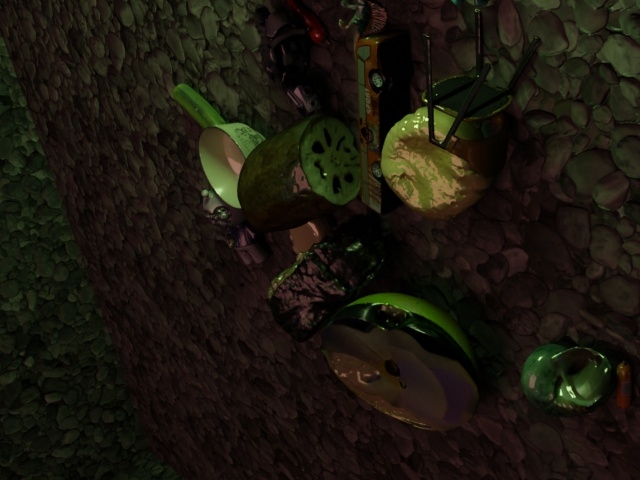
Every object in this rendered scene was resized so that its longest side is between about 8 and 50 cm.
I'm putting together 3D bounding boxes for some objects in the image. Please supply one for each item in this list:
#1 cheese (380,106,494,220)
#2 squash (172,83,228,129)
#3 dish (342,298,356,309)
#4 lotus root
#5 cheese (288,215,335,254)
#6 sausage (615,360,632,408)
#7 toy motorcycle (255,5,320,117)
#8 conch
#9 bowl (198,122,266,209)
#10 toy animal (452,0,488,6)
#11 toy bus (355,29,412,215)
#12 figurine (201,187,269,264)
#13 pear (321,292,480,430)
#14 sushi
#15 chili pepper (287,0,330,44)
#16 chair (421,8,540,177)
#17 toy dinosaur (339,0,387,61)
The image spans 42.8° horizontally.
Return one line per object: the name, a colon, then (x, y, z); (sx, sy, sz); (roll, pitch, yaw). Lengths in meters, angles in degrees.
cheese: (0.232, -0.158, 1.638); (0.226, 0.117, 0.214); (48, 135, 1)
squash: (-0.333, -0.359, 2.294); (0.229, 0.066, 0.066); (45, 144, 20)
dish: (0.063, 0.143, 2.164); (0.141, 0.078, 0.141); (-42, 37, 43)
lotus root: (-0.066, -0.143, 1.951); (0.346, 0.250, 0.250); (-27, 93, 52)
cheese: (0.004, -0.014, 2.116); (0.249, 0.071, 0.163); (17, 128, 35)
sausage: (0.597, 0.281, 1.607); (0.031, 0.031, 0.107); (21, 130, 44)
toy motorcycle: (-0.070, -0.409, 1.850); (0.270, 0.106, 0.159); (64, 166, -8)
conch: (0.498, 0.279, 1.657); (0.188, 0.122, 0.175); (32, 118, 32)
bowl: (-0.211, -0.216, 2.190); (0.238, 0.126, 0.237); (33, 140, 34)
toy animal: (0.251, -0.506, 1.404); (0.103, 0.100, 0.208); (-99, -3, -59)
toy bus: (0.135, -0.247, 1.742); (0.092, 0.093, 0.408); (34, 139, 41)
figurine: (-0.252, -0.049, 2.378); (0.194, 0.133, 0.274); (17, 133, 27)
pear: (0.209, 0.256, 1.927); (0.399, 0.165, 0.398); (20, 139, 18)
sushi: (0.012, 0.092, 1.991); (0.171, 0.211, 0.350); (47, 119, 2)
chili pepper: (-0.038, -0.502, 1.825); (0.178, 0.027, 0.045); (55, 147, 8)
chair: (0.279, -0.257, 1.484); (0.172, 0.159, 0.246); (36, 139, 28)
toy dinosaur: (0.092, -0.456, 1.685); (0.106, 0.044, 0.187); (-1, 115, 36)
